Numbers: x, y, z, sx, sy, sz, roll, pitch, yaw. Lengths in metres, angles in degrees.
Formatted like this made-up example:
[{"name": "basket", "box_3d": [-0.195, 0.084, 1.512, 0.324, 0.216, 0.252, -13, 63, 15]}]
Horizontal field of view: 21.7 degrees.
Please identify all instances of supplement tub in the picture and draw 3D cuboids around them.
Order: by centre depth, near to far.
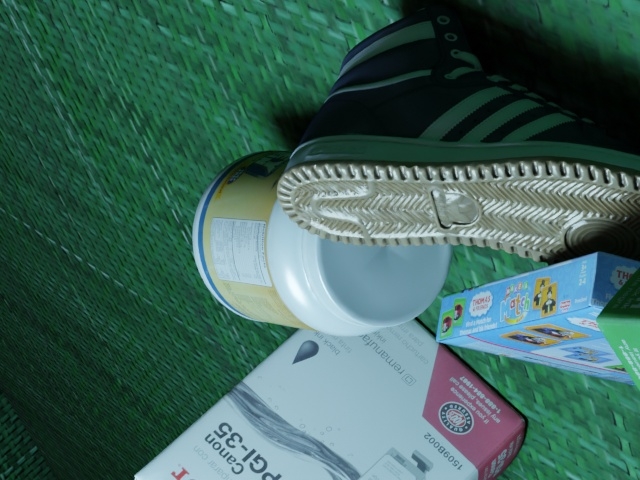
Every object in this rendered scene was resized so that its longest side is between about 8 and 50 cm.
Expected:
[{"name": "supplement tub", "box_3d": [0.000, 0.000, 1.326, 0.144, 0.144, 0.199, 57, 156, -20]}]

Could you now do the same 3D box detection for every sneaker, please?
[{"name": "sneaker", "box_3d": [0.125, -0.069, 1.069, 0.282, 0.153, 0.099, 5, 138, 17]}]

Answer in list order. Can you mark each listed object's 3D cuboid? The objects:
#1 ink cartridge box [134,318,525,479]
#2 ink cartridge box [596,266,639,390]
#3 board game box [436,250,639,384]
[{"name": "ink cartridge box", "box_3d": [0.007, 0.202, 1.456, 0.207, 0.283, 0.117, 42, 157, 16]}, {"name": "ink cartridge box", "box_3d": [0.251, 0.070, 0.769, 0.153, 0.087, 0.208, 55, 157, -16]}, {"name": "board game box", "box_3d": [0.192, 0.055, 1.076, 0.160, 0.039, 0.211, 14, 168, -19]}]
